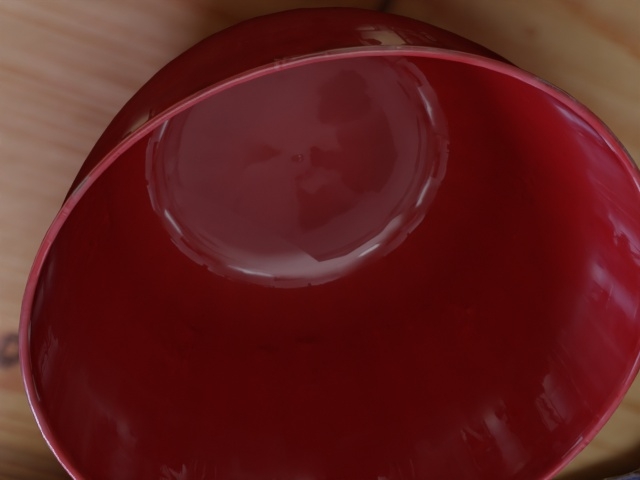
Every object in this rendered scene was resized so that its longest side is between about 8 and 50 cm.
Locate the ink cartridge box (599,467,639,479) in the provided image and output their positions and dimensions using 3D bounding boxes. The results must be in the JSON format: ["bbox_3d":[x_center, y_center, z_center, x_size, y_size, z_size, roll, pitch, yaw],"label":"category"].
[{"bbox_3d":[0.250,0.185,0.709,0.307,0.072,0.304,-20,126,8],"label":"ink cartridge box"}]

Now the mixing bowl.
[{"bbox_3d":[0.000,0.000,0.525,0.181,0.098,0.181,-6,124,-8],"label":"mixing bowl"}]

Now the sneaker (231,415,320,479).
[{"bbox_3d":[0.038,0.208,0.659,0.182,0.158,0.410,-41,126,5],"label":"sneaker"}]
